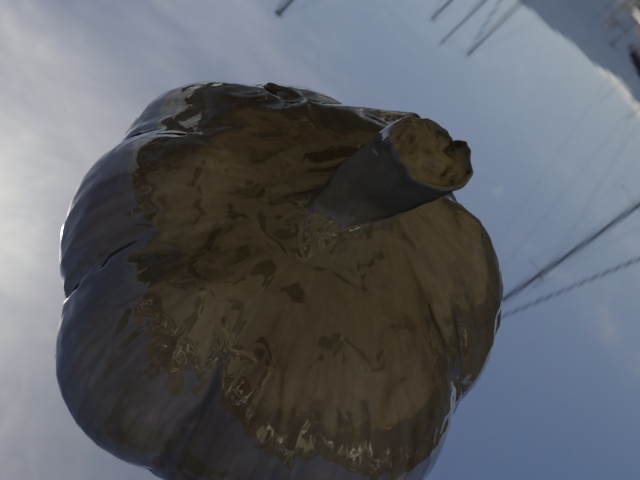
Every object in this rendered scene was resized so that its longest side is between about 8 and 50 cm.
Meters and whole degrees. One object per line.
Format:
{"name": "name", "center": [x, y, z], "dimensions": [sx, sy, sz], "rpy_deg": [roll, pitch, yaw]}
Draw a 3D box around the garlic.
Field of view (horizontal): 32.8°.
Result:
{"name": "garlic", "center": [0.000, 0.000, 0.467], "dimensions": [0.218, 0.212, 0.218], "rpy_deg": [12, -123, -19]}
